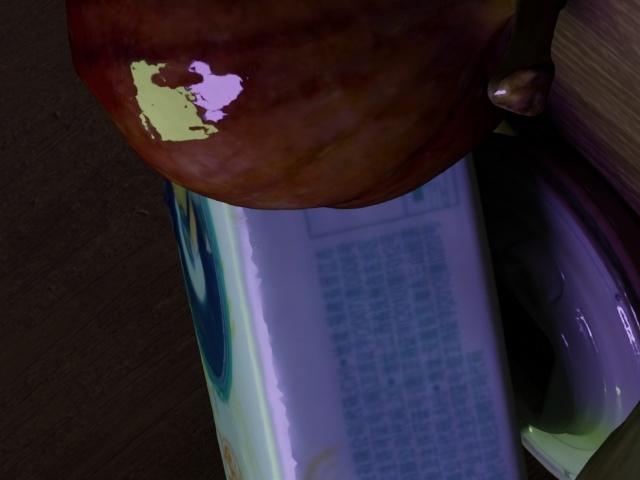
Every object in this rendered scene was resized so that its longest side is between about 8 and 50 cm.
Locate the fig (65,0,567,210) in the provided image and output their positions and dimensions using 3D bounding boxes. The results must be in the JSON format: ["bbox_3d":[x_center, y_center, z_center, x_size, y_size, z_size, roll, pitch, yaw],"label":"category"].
[{"bbox_3d":[0.026,-0.105,0.824,0.249,0.186,0.203,-6,160,37],"label":"fig"}]

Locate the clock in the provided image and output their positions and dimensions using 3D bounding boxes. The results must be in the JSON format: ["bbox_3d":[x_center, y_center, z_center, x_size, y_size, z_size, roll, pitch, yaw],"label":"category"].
[{"bbox_3d":[0.133,0.048,1.189,0.244,0.056,0.244,49,153,37],"label":"clock"}]

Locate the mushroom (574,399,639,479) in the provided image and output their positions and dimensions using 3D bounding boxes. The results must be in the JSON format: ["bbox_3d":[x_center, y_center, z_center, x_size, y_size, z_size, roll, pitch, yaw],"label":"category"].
[{"bbox_3d":[0.178,0.159,0.356,0.352,0.260,0.352,49,174,8],"label":"mushroom"}]

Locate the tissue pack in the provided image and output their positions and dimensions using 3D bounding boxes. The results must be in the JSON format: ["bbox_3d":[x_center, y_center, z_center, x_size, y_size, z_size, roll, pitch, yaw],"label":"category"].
[{"bbox_3d":[0.000,0.000,1.151,0.287,0.162,0.388,-137,36,-77],"label":"tissue pack"}]
